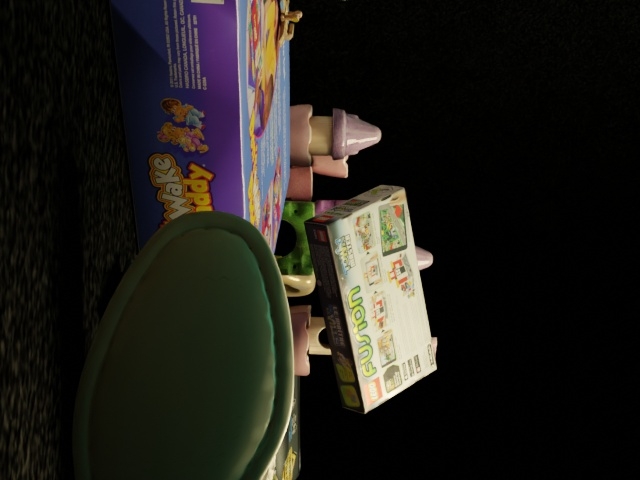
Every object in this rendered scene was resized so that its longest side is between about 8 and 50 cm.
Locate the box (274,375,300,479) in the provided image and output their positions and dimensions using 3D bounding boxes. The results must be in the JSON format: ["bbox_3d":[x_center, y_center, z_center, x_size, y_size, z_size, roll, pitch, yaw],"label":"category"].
[{"bbox_3d":[-0.080,0.262,1.420,0.175,0.051,0.220,-55,154,-48],"label":"box"}]

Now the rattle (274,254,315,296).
[{"bbox_3d":[-0.084,0.093,1.557,0.200,0.130,0.142,-22,-106,60],"label":"rattle"}]

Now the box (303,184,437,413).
[{"bbox_3d":[0.054,0.059,1.191,0.036,0.114,0.207,9,-63,47],"label":"box"}]

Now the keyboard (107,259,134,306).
[{"bbox_3d":[-0.117,0.113,0.722,0.108,0.023,0.180,-104,-167,-64],"label":"keyboard"}]

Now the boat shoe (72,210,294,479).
[{"bbox_3d":[-0.076,0.134,0.631,0.091,0.109,0.304,-112,-151,-88],"label":"boat shoe"}]

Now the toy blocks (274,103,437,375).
[{"bbox_3d":[0.000,0.000,1.322,0.309,0.260,0.288,98,-8,-88],"label":"toy blocks"}]

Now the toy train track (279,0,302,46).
[{"bbox_3d":[-0.022,-0.173,0.851,0.083,0.014,0.048,84,11,-67],"label":"toy train track"}]

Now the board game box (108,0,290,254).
[{"bbox_3d":[-0.075,-0.112,0.844,0.233,0.078,0.347,-81,174,-48],"label":"board game box"}]
